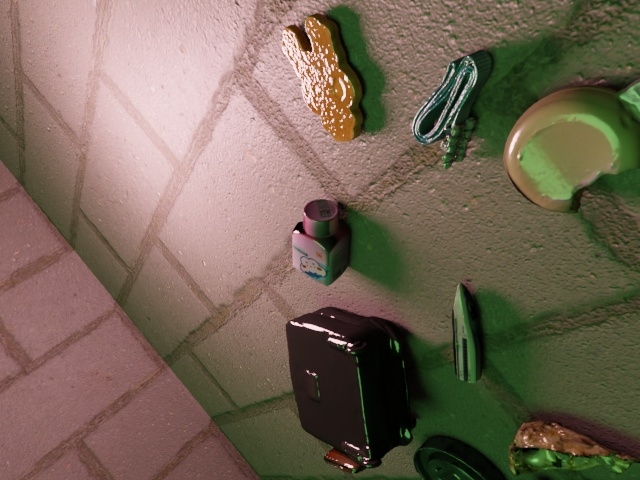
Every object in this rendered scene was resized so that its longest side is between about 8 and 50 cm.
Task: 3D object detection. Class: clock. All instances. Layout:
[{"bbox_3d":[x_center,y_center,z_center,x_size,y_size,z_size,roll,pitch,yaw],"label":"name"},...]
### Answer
[{"bbox_3d":[0.379,0.643,1.439,0.281,0.055,0.280,30,141,28],"label":"clock"}]

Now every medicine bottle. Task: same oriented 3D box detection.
[{"bbox_3d":[0.000,0.000,1.240,0.119,0.094,0.187,28,140,26],"label":"medicine bottle"}]

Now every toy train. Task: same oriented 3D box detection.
[{"bbox_3d":[0.306,0.191,1.107,0.048,0.055,0.251,19,135,38],"label":"toy train"}]

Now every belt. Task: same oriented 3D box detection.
[{"bbox_3d":[0.215,-0.207,0.841,0.100,0.065,0.179,50,147,18],"label":"belt"}]

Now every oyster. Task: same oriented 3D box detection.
[{"bbox_3d":[0.504,0.427,1.091,0.295,0.094,0.166,-14,129,42],"label":"oyster"}]

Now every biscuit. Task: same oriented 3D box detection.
[{"bbox_3d":[0.013,-0.298,1.007,0.144,0.040,0.236,5,127,55],"label":"biscuit"}]

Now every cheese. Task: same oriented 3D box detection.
[{"bbox_3d":[0.372,-0.146,0.702,0.163,0.082,0.286,50,144,0],"label":"cheese"}]

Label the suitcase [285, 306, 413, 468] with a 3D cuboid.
[{"bbox_3d":[0.060,0.356,1.365,0.340,0.188,0.344,4,107,49],"label":"suitcase"}]

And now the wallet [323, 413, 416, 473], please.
[{"bbox_3d":[0.141,0.523,1.424,0.137,0.255,0.031,1,112,49],"label":"wallet"}]
